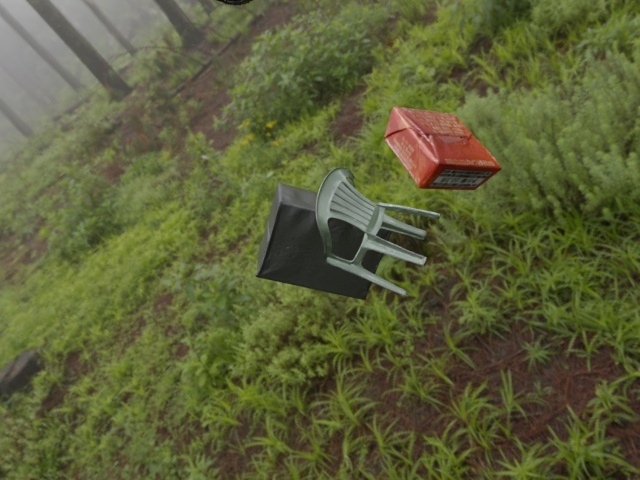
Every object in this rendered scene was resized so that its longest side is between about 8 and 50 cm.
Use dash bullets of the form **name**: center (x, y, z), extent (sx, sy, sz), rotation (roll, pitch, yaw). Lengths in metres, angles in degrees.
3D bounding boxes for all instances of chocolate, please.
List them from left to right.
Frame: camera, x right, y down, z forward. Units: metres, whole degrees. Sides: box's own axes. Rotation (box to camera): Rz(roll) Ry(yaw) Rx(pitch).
- **chocolate**: center (0.309, -0.234, 1.419), extent (0.234, 0.237, 0.108), rotation (60, 137, 34)

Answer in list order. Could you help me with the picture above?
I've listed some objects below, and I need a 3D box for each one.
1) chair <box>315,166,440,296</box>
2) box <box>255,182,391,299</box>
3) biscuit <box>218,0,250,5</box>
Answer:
- **chair**: center (0.119, -0.031, 1.254), extent (0.190, 0.275, 0.203), rotation (105, -174, -61)
- **box**: center (0.000, 0.001, 1.655), extent (0.204, 0.345, 0.251), rotation (-105, 32, -66)
- **biscuit**: center (-0.237, -0.647, 1.333), extent (0.195, 0.195, 0.053), rotation (-6, 69, 55)
